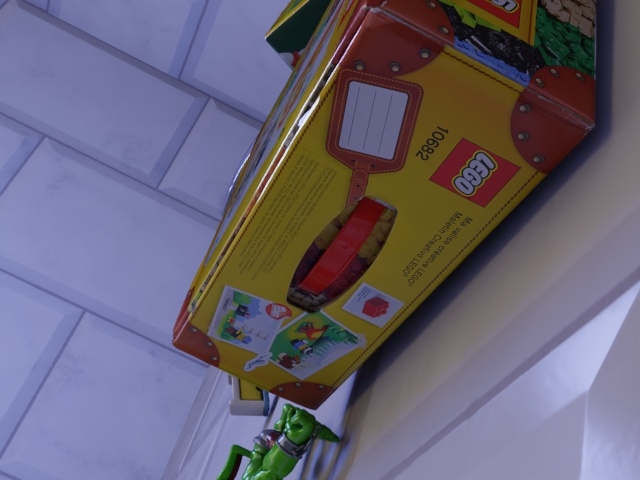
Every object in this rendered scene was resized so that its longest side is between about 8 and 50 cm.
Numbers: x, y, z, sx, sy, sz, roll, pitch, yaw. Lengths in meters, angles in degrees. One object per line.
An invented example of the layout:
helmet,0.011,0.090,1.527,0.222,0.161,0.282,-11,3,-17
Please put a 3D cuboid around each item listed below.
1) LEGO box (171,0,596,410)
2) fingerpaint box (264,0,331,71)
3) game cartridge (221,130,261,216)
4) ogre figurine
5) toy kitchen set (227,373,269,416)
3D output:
LEGO box,0.055,-0.112,0.893,0.500,0.193,0.372,-54,14,47
fingerpaint box,0.131,-0.421,1.322,0.371,0.163,0.445,-37,17,21
game cartridge,-0.005,-0.098,1.232,0.297,0.198,0.062,-47,22,29
ogre figurine,-0.049,0.244,0.956,0.118,0.097,0.197,-53,16,-12
toy kitchen set,-0.096,0.170,1.400,0.207,0.122,0.166,93,171,-53
